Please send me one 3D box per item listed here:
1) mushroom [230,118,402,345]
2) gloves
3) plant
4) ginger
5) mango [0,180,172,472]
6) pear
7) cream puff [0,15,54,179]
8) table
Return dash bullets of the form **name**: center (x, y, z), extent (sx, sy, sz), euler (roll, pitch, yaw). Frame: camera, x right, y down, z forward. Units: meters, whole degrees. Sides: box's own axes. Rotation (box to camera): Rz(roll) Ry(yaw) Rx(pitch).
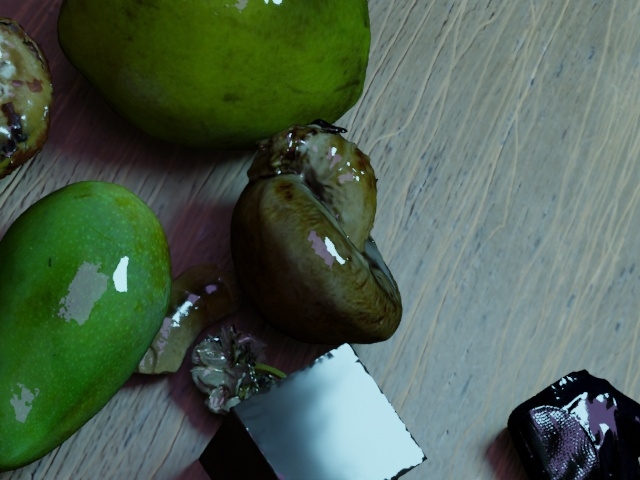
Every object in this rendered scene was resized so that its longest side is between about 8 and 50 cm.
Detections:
- **mushroom**: center (-0.012, -0.004, 1.921), extent (0.195, 0.263, 0.283), euler (-10, 92, 13)
- **gloves**: center (0.375, 0.293, 1.946), extent (0.197, 0.152, 0.301), euler (-30, 52, -21)
- **plant**: center (-0.091, 0.158, 1.883), extent (0.116, 0.122, 0.104), euler (54, 50, -18)
- **ginger**: center (-0.170, 0.094, 1.921), extent (0.095, 0.069, 0.190), euler (44, 62, 13)
- **mango**: center (-0.301, 0.099, 1.794), extent (0.225, 0.201, 0.382), euler (9, 59, 25)
- **pear**: center (-0.126, -0.289, 1.981), extent (0.413, 0.352, 0.352), euler (10, 63, -21)
- **cream puff**: center (-0.444, -0.168, 1.911), extent (0.240, 0.164, 0.240), euler (17, 51, -22)
- **table**: center (-0.013, 0.257, 1.822), extent (0.169, 0.193, 0.172), euler (-28, 76, -27)
